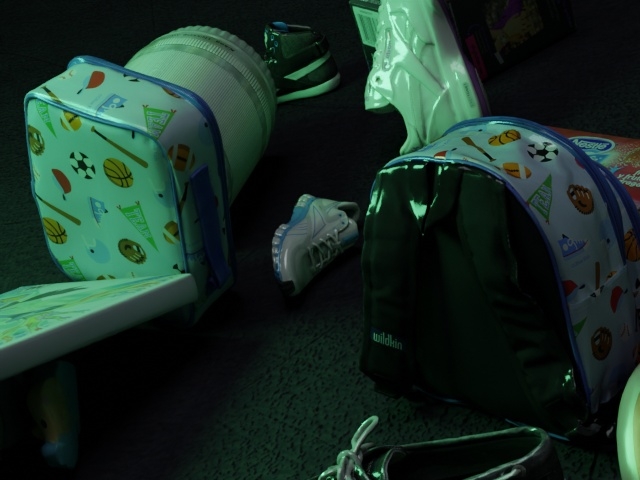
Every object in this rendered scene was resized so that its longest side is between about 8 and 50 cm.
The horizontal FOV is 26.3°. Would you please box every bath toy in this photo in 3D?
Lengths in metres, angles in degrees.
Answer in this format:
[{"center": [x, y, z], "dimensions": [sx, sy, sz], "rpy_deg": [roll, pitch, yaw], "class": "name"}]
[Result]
[{"center": [-0.423, 0.208, 1.423], "dimensions": [0.348, 0.129, 0.151], "rpy_deg": [-11, -16, 10], "class": "bath toy"}]

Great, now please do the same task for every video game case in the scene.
[{"center": [-0.346, 0.099, 1.459], "dimensions": [0.300, 0.036, 0.329], "rpy_deg": [-5, 10, 40], "class": "video game case"}]

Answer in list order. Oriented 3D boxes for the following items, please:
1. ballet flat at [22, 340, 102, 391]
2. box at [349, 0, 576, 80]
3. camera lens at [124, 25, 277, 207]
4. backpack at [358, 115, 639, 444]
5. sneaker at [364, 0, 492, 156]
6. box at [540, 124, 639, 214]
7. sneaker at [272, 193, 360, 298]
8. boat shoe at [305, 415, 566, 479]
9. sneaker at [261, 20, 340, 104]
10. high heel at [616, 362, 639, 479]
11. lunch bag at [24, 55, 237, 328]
[{"center": [-0.303, 0.117, 1.578], "dimensions": [0.173, 0.049, 0.057], "rpy_deg": [-36, 33, -30], "class": "ballet flat"}, {"center": [0.205, -0.324, 1.963], "dimensions": [0.270, 0.143, 0.165], "rpy_deg": [-29, 30, -20], "class": "box"}, {"center": [-0.189, -0.135, 1.782], "dimensions": [0.219, 0.219, 0.274], "rpy_deg": [-6, 30, 22], "class": "camera lens"}, {"center": [0.171, 0.021, 1.230], "dimensions": [0.276, 0.263, 0.213], "rpy_deg": [8, 37, 42], "class": "backpack"}, {"center": [0.107, -0.250, 1.763], "dimensions": [0.152, 0.305, 0.114], "rpy_deg": [-22, -10, 10], "class": "sneaker"}, {"center": [0.266, -0.029, 1.406], "dimensions": [0.122, 0.128, 0.257], "rpy_deg": [-37, 32, -31], "class": "box"}, {"center": [0.000, 0.000, 1.588], "dimensions": [0.083, 0.071, 0.190], "rpy_deg": [-2, 32, 18], "class": "sneaker"}, {"center": [0.048, 0.212, 1.129], "dimensions": [0.306, 0.105, 0.113], "rpy_deg": [-8, 29, 19], "class": "boat shoe"}, {"center": [-0.088, -0.264, 2.060], "dimensions": [0.217, 0.121, 0.079], "rpy_deg": [-16, 27, 6], "class": "sneaker"}, {"center": [0.368, 0.114, 1.162], "dimensions": [0.127, 0.181, 0.377], "rpy_deg": [1, 55, 44], "class": "high heel"}, {"center": [-0.205, -0.047, 1.548], "dimensions": [0.243, 0.303, 0.115], "rpy_deg": [19, 45, 27], "class": "lunch bag"}]
